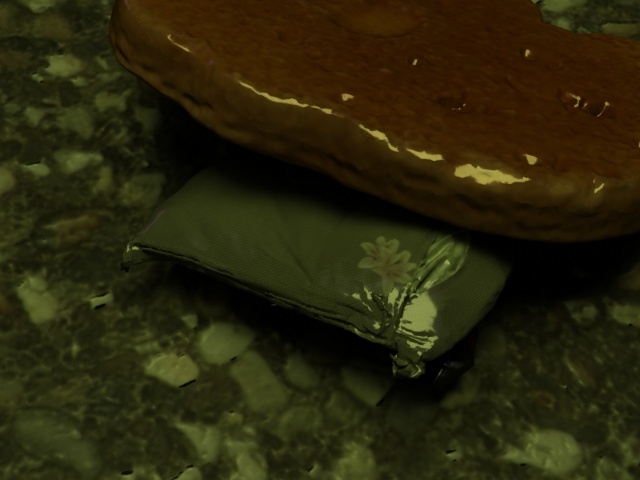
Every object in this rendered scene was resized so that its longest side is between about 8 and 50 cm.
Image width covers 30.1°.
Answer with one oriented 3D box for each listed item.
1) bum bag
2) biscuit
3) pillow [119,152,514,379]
[{"bbox_3d":[0.051,0.057,0.803,0.124,0.034,0.058,30,57,27],"label":"bum bag"},{"bbox_3d":[0.054,-0.132,0.883,0.455,0.078,0.350,30,33,22],"label":"biscuit"},{"bbox_3d":[0.000,0.000,0.802,0.255,0.059,0.169,18,42,26],"label":"pillow"}]
